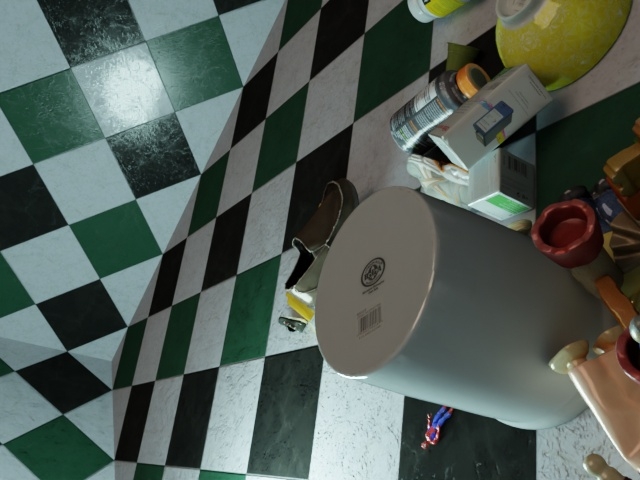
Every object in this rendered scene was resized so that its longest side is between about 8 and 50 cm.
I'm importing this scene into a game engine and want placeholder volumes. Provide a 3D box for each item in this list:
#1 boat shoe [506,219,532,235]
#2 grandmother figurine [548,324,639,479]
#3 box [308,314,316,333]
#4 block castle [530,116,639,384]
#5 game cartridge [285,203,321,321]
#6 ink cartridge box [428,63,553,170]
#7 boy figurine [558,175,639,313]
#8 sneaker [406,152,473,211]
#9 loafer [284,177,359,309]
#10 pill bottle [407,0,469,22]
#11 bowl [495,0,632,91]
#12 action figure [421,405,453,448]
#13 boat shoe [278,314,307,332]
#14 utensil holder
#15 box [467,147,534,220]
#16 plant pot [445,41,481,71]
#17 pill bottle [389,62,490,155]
[{"bbox_3d":[0.365,0.010,1.230,0.135,0.050,0.045,126,146,-47],"label":"boat shoe"},{"bbox_3d":[0.446,0.277,0.808,0.208,0.104,0.342,-26,55,8],"label":"grandmother figurine"},{"bbox_3d":[0.050,0.234,1.613,0.105,0.043,0.179,-57,45,21],"label":"box"},{"bbox_3d":[0.500,-0.040,0.715,0.453,0.213,0.303,-38,37,17],"label":"block castle"},{"bbox_3d":[0.014,0.069,1.812,0.285,0.052,0.324,26,94,62],"label":"game cartridge"},{"bbox_3d":[0.335,-0.248,1.278,0.212,0.093,0.154,-39,10,8],"label":"ink cartridge box"},{"bbox_3d":[0.470,0.033,0.950,0.177,0.092,0.285,-20,57,6],"label":"boy figurine"},{"bbox_3d":[0.264,-0.122,1.446,0.262,0.099,0.121,37,109,62],"label":"sneaker"},{"bbox_3d":[0.000,0.000,1.692,0.134,0.130,0.366,3,76,62],"label":"loafer"},{"bbox_3d":[0.330,-0.656,1.646,0.208,0.119,0.119,-14,61,58],"label":"pill bottle"},{"bbox_3d":[0.447,-0.463,1.271,0.289,0.156,0.289,-40,40,45],"label":"bowl"},{"bbox_3d":[0.231,0.365,1.258,0.038,0.030,0.115,39,108,56],"label":"action figure"},{"bbox_3d":[-0.090,0.250,1.882,0.133,0.049,0.042,-1,63,56],"label":"boat shoe"},{"bbox_3d":[0.229,0.112,1.041,0.327,0.385,0.327,-40,39,43],"label":"utensil holder"},{"bbox_3d":[0.358,-0.110,1.257,0.087,0.101,0.102,-25,51,54],"label":"box"},{"bbox_3d":[0.338,-0.433,1.541,0.083,0.083,0.079,-135,57,-60],"label":"plant pot"},{"bbox_3d":[0.286,-0.310,1.487,0.245,0.130,0.130,-35,43,47],"label":"pill bottle"}]
